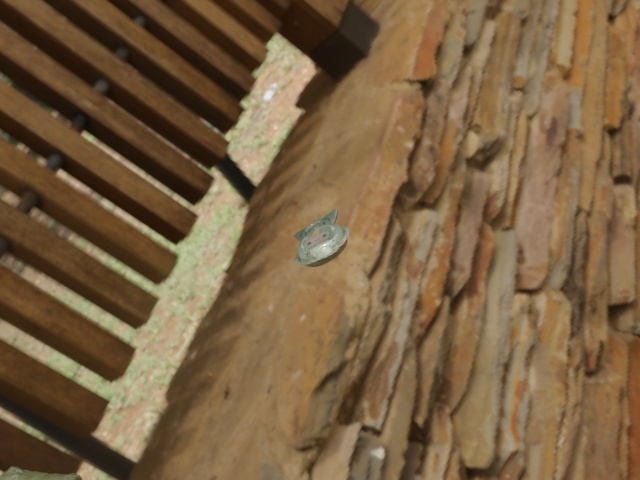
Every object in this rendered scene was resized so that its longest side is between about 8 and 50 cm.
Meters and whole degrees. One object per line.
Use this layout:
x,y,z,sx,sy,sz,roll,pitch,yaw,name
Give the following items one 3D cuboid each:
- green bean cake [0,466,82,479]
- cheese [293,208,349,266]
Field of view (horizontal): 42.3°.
-0.230,0.285,0.615,0.185,0.094,0.184,-67,-23,-78,green bean cake
0.000,0.000,0.894,0.067,0.026,0.121,-30,19,5,cheese
